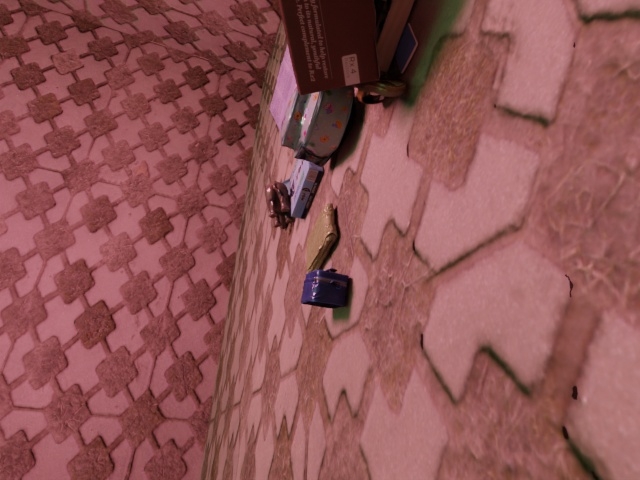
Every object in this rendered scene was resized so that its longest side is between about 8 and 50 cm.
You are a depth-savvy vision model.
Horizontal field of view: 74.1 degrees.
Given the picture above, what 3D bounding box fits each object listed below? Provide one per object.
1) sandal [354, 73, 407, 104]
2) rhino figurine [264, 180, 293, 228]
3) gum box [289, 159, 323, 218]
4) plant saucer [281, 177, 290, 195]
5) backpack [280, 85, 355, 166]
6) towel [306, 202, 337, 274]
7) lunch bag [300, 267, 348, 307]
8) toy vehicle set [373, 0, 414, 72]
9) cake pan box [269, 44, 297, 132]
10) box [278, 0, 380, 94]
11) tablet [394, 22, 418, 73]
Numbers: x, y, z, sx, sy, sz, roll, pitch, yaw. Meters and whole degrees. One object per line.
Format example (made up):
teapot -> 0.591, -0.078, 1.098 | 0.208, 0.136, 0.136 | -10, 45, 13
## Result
sandal -> 0.095, -0.259, 0.736 | 0.180, 0.072, 0.048 | -120, 23, -60
rhino figurine -> -0.121, -0.098, 1.275 | 0.243, 0.073, 0.106 | 91, 167, -74
gum box -> -0.044, -0.176, 1.159 | 0.184, 0.041, 0.156 | -96, 24, -50
plant saucer -> -0.112, -0.173, 1.430 | 0.192, 0.018, 0.067 | -175, 97, -73
backpack -> -0.005, -0.265, 0.923 | 0.188, 0.145, 0.165 | 173, 114, -70
towel -> 0.000, 0.000, 0.913 | 0.110, 0.027, 0.148 | -93, 21, -44
lunch bag -> 0.008, 0.083, 0.752 | 0.098, 0.067, 0.065 | 150, 130, -67
toy vehicle set -> 0.135, -0.452, 0.762 | 0.166, 0.035, 0.266 | -103, 30, -61
cake pan box -> -0.061, -0.436, 1.212 | 0.245, 0.070, 0.266 | 62, 140, 43
box -> -0.002, -0.409, 0.764 | 0.381, 0.143, 0.191 | -102, 0, -58
tablet -> 0.142, -0.321, 0.707 | 0.054, 0.006, 0.083 | 118, 158, -44
